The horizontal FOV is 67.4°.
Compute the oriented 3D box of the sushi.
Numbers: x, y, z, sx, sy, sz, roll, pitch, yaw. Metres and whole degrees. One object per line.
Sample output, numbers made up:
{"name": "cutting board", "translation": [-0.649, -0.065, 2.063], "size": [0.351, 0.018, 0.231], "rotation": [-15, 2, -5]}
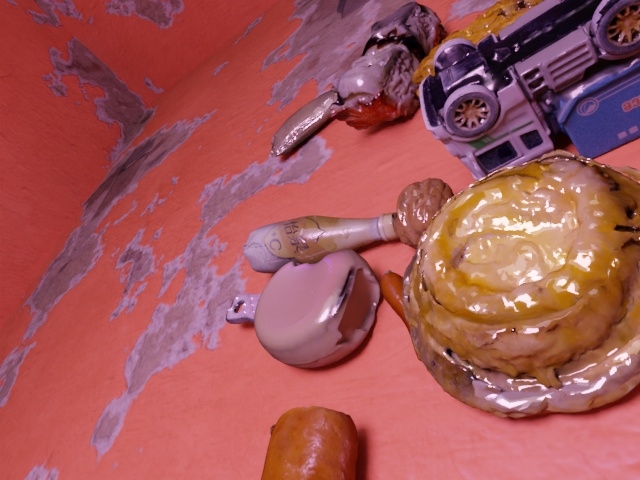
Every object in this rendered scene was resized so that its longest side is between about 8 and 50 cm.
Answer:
{"name": "sushi", "translation": [0.131, -0.322, 0.879], "size": [0.124, 0.130, 0.332], "rotation": [-6, 50, 46]}

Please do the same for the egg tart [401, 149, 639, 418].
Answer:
{"name": "egg tart", "translation": [0.188, 0.022, 0.454], "size": [0.279, 0.095, 0.278], "rotation": [-23, 49, 29]}

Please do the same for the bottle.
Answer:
{"name": "bottle", "translation": [0.000, 0.000, 0.729], "size": [0.270, 0.083, 0.083], "rotation": [-10, 48, 36]}

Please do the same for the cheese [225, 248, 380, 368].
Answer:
{"name": "cheese", "translation": [-0.047, 0.093, 0.681], "size": [0.286, 0.082, 0.163], "rotation": [-5, 50, 47]}

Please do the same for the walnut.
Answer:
{"name": "walnut", "translation": [0.134, -0.033, 0.616], "size": [0.096, 0.083, 0.079], "rotation": [-68, 10, -28]}

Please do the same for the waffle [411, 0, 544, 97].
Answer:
{"name": "waffle", "translation": [0.253, -0.308, 0.728], "size": [0.260, 0.069, 0.293], "rotation": [-25, 22, 34]}

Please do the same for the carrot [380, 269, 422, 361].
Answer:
{"name": "carrot", "translation": [0.101, 0.082, 0.569], "size": [0.035, 0.035, 0.142], "rotation": [-38, 38, 14]}

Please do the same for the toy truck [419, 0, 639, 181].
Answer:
{"name": "toy truck", "translation": [0.297, -0.200, 0.516], "size": [0.367, 0.175, 0.146], "rotation": [-26, 36, 29]}

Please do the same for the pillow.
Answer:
{"name": "pillow", "translation": [-0.034, -0.268, 1.079], "size": [0.208, 0.053, 0.119], "rotation": [-37, 30, 14]}

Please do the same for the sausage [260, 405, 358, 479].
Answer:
{"name": "sausage", "translation": [-0.006, 0.280, 0.415], "size": [0.109, 0.109, 0.270], "rotation": [-34, 34, 20]}
